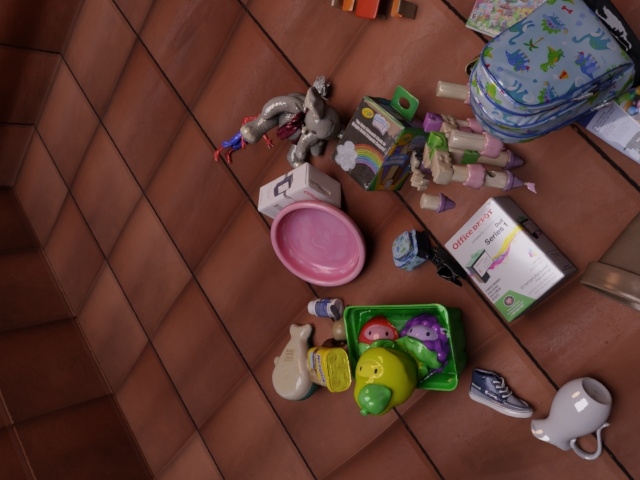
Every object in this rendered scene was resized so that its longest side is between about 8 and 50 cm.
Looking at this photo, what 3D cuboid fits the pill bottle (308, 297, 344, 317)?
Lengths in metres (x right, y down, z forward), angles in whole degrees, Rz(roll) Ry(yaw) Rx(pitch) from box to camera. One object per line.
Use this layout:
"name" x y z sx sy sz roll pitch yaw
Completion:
"pill bottle" 0.017 0.235 2.021 0.120 0.067 0.067 -4 92 40

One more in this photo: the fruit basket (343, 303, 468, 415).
"fruit basket" 0.211 0.330 1.680 0.391 0.392 0.283 -8 91 40

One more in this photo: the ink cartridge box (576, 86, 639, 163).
"ink cartridge box" 0.741 -0.303 1.360 0.311 0.065 0.186 46 121 28

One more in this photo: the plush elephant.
"plush elephant" -0.039 -0.364 1.867 0.330 0.271 0.255 -50 36 7

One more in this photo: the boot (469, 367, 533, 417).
"boot" 0.507 0.428 1.633 0.189 0.069 0.086 12 106 40

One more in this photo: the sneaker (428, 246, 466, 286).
"sneaker" 0.363 0.074 1.699 0.170 0.089 0.051 38 118 30

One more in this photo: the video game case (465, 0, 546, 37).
"video game case" 0.514 -0.627 1.533 0.212 0.023 0.194 36 117 31

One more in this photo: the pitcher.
"pitcher" 0.669 0.460 1.484 0.177 0.125 0.207 30 126 11

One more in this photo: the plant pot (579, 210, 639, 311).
"plant pot" 0.756 0.049 1.292 0.263 0.263 0.229 28 94 34

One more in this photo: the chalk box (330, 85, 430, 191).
"chalk box" 0.200 -0.313 1.733 0.180 0.179 0.289 47 121 27

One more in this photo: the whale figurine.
"whale figurine" -0.070 0.442 2.100 0.216 0.141 0.272 -10 64 40

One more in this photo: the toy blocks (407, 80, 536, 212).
"toy blocks" 0.413 -0.226 1.551 0.309 0.259 0.289 105 169 -46

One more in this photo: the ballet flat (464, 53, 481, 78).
"ballet flat" 0.518 -0.441 1.472 0.342 0.124 0.116 13 114 41

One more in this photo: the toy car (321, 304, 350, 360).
"toy car" 0.064 0.309 1.945 0.148 0.155 0.189 -8 81 40

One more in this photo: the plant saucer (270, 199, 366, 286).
"plant saucer" 0.000 0.000 1.923 0.331 0.084 0.332 13 129 16

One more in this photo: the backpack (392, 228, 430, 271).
"backpack" 0.266 0.031 1.767 0.114 0.084 0.105 -48 32 43

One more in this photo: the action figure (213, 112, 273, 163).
"action figure" -0.285 -0.361 2.189 0.280 0.091 0.139 -41 63 36

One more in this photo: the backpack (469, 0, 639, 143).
"backpack" 0.497 -0.379 1.285 0.355 0.273 0.290 -33 79 19

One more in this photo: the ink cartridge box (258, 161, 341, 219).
"ink cartridge box" -0.069 -0.147 1.968 0.237 0.171 0.100 -23 53 39

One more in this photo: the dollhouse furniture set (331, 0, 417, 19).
"dollhouse furniture set" 0.163 -0.799 1.731 0.261 0.135 0.259 24 110 36

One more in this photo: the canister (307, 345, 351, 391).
"canister" 0.023 0.390 1.780 0.170 0.073 0.126 163 99 -68

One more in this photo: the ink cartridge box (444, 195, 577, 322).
"ink cartridge box" 0.503 0.044 1.560 0.278 0.117 0.201 53 124 22
